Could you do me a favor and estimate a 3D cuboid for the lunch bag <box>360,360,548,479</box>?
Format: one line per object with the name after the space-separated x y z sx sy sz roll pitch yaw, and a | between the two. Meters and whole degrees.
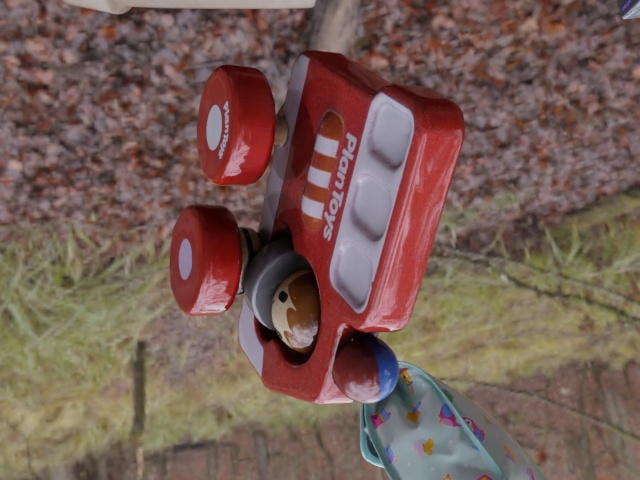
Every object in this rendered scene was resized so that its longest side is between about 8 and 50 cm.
0.173 0.289 1.227 0.160 0.262 0.223 -46 145 9 | lunch bag

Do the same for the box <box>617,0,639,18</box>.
0.466 -0.451 1.136 0.165 0.270 0.143 -10 170 -12 | box

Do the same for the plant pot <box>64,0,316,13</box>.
-0.118 -0.389 0.968 0.280 0.323 0.323 15 161 -3 | plant pot

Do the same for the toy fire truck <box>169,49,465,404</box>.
0.000 0.000 0.706 0.169 0.302 0.254 4 -157 -27 | toy fire truck
